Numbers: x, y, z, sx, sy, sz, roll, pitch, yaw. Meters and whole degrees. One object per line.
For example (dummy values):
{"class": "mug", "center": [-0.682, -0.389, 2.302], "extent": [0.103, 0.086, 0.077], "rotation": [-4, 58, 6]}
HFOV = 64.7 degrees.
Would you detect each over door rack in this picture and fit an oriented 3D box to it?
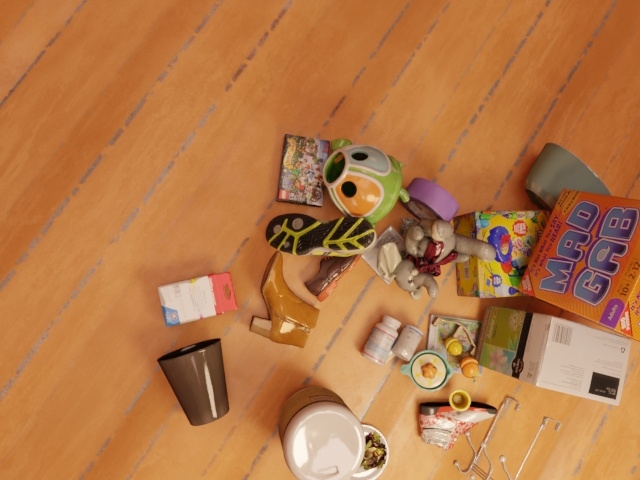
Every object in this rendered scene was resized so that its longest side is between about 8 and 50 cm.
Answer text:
{"class": "over door rack", "center": [0.598, 0.669, 1.675], "extent": [0.108, 0.239, 0.324], "rotation": [43, 81, -9]}

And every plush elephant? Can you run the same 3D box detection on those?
{"class": "plush elephant", "center": [0.335, 0.070, 1.638], "extent": [0.272, 0.330, 0.255], "rotation": [23, 88, -36]}

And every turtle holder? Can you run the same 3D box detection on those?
{"class": "turtle holder", "center": [0.132, -0.219, 1.644], "extent": [0.227, 0.243, 0.320], "rotation": [23, 62, -31]}

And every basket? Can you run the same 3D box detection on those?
{"class": "basket", "center": [-0.382, 0.449, 1.589], "extent": [0.204, 0.154, 0.226], "rotation": [-16, 92, -9]}

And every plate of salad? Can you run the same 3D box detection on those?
{"class": "plate of salad", "center": [0.137, 0.721, 1.695], "extent": [0.200, 0.048, 0.199], "rotation": [1, 85, -9]}

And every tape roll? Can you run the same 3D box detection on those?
{"class": "tape roll", "center": [0.371, -0.125, 1.724], "extent": [0.189, 0.189, 0.080], "rotation": [37, 81, -4]}

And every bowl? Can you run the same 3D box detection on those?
{"class": "bowl", "center": [0.842, -0.176, 1.768], "extent": [0.163, 0.311, 0.311], "rotation": [-43, 93, 9]}

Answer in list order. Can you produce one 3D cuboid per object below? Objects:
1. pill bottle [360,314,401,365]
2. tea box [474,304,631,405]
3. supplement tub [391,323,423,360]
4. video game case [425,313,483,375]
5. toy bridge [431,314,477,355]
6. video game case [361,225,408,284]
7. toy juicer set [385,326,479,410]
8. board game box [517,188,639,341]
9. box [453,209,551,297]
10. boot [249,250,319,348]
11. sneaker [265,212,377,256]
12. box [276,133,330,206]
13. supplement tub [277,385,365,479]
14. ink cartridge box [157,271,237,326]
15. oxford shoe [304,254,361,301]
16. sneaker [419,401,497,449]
{"class": "pill bottle", "center": [0.209, 0.337, 1.715], "extent": [0.087, 0.087, 0.160], "rotation": [30, 81, -5]}
{"class": "tea box", "center": [0.745, 0.367, 1.656], "extent": [0.329, 0.323, 0.220], "rotation": [17, 83, -18]}
{"class": "supplement tub", "center": [0.293, 0.342, 1.694], "extent": [0.071, 0.071, 0.107], "rotation": [34, 73, -5]}
{"class": "video game case", "center": [0.478, 0.370, 1.786], "extent": [0.212, 0.023, 0.193], "rotation": [9, 85, -8]}
{"class": "toy bridge", "center": [0.475, 0.320, 1.764], "extent": [0.188, 0.026, 0.063], "rotation": [39, 79, -3]}
{"class": "video game case", "center": [0.241, 0.051, 1.776], "extent": [0.157, 0.019, 0.143], "rotation": [-44, 93, -10]}
{"class": "toy juicer set", "center": [0.381, 0.405, 1.702], "extent": [0.329, 0.089, 0.209], "rotation": [29, 82, 12]}
{"class": "board game box", "center": [0.907, 0.092, 1.516], "extent": [0.356, 0.356, 0.356], "rotation": [21, 94, -25]}
{"class": "box", "center": [0.635, 0.048, 1.759], "extent": [0.279, 0.177, 0.289], "rotation": [-2, 86, -10]}
{"class": "boot", "center": [-0.100, 0.198, 1.682], "extent": [0.211, 0.104, 0.295], "rotation": [16, 88, -12]}
{"class": "sneaker", "center": [0.000, 0.000, 1.657], "extent": [0.385, 0.147, 0.145], "rotation": [6, 75, 22]}
{"class": "box", "center": [-0.059, -0.239, 1.740], "extent": [0.159, 0.044, 0.233], "rotation": [7, 85, -8]}
{"class": "supplement tub", "center": [-0.008, 0.581, 1.543], "extent": [0.235, 0.325, 0.235], "rotation": [1, 86, -8]}
{"class": "ink cartridge box", "center": [-0.395, 0.186, 1.639], "extent": [0.231, 0.078, 0.134], "rotation": [-12, 88, -9]}
{"class": "oxford shoe", "center": [0.056, 0.077, 1.711], "extent": [0.098, 0.097, 0.271], "rotation": [41, 81, 3]}
{"class": "sneaker", "center": [0.471, 0.635, 1.733], "extent": [0.270, 0.090, 0.145], "rotation": [1, 86, -5]}
